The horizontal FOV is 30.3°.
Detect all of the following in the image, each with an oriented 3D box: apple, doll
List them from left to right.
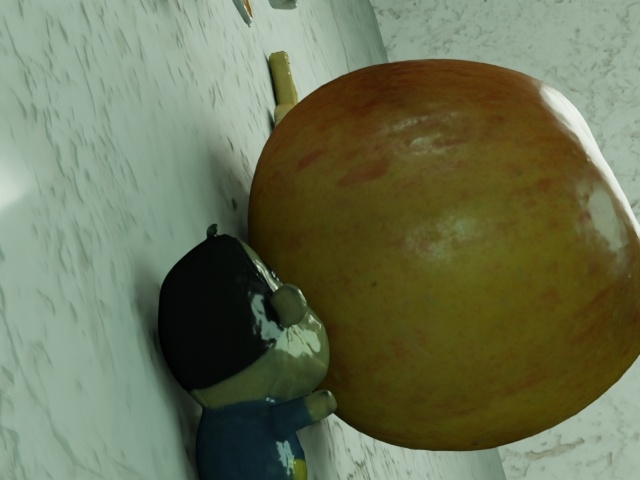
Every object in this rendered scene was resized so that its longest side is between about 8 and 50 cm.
[{"bbox_3d":[-0.031,0.078,0.605,0.088,0.102,0.179,-17,90,-42],"label":"doll"},{"bbox_3d":[0.099,0.003,0.867,0.299,0.275,0.299,45,35,-44],"label":"apple"}]

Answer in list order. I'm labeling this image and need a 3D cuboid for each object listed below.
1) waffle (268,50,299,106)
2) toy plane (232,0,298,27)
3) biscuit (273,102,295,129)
[{"bbox_3d":[-0.015,-0.119,1.241,0.153,0.023,0.098,57,18,-53],"label":"waffle"},{"bbox_3d":[-0.074,-0.273,0.898,0.244,0.117,0.245,-18,90,-79],"label":"toy plane"},{"bbox_3d":[0.001,0.000,1.089,0.250,0.030,0.160,-98,167,-47],"label":"biscuit"}]
